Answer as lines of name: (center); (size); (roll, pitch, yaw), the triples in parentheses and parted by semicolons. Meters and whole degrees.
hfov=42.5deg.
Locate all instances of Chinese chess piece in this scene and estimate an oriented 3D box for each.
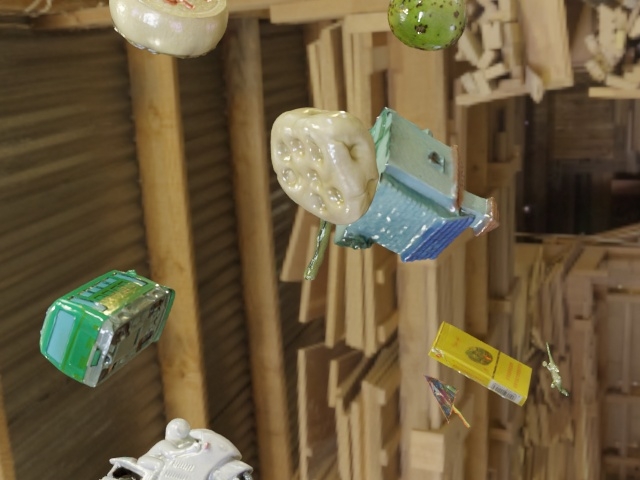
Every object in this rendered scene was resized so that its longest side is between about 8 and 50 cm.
Chinese chess piece: (-0.345, -0.532, 1.887); (0.270, 0.270, 0.112); (-58, -5, -49)

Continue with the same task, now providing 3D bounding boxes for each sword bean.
sword bean: (0.000, 0.001, 2.253); (0.038, 0.043, 0.269); (72, -154, -48)

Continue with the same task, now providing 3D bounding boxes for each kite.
kite: (0.283, 0.360, 1.861); (0.010, 0.159, 0.190); (-35, -29, -19)

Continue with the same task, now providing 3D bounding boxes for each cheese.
cheese: (0.013, -0.143, 1.461); (0.117, 0.235, 0.218); (-36, -7, -31)

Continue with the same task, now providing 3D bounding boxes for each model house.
model house: (0.238, -0.098, 1.888); (0.295, 0.329, 0.252); (-81, 16, -46)

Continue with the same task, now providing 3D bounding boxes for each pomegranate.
pomegranate: (0.288, -0.624, 2.162); (0.214, 0.214, 0.248); (8, -86, -67)

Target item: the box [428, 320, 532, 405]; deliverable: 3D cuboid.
box: (0.243, 0.184, 1.245); (0.023, 0.155, 0.087); (-66, -8, 31)

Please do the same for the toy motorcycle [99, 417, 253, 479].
toy motorcycle: (-0.232, 0.374, 1.342); (0.110, 0.260, 0.171); (63, -160, -58)

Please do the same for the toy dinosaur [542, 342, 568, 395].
toy dinosaur: (0.518, 0.286, 1.826); (0.060, 0.029, 0.120); (29, -140, -56)

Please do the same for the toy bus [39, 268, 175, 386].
toy bus: (-0.520, 0.197, 2.003); (0.184, 0.199, 0.343); (-68, -9, 17)
